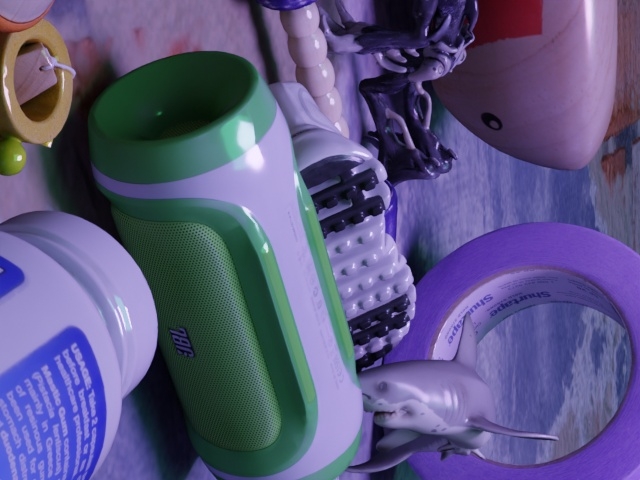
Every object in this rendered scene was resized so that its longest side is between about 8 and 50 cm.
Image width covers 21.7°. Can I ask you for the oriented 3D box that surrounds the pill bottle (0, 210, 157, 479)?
[{"bbox_3d":[-0.185,0.082,0.761,0.272,0.152,0.152,-41,129,-60],"label":"pill bottle"}]

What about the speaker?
[{"bbox_3d":[-0.056,0.030,1.089,0.131,0.131,0.296,-62,145,-46],"label":"speaker"}]

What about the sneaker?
[{"bbox_3d":[0.000,0.000,1.255,0.292,0.110,0.118,83,-19,-50],"label":"sneaker"}]

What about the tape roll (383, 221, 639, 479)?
[{"bbox_3d":[0.197,0.125,1.499,0.090,0.275,0.274,47,49,-57],"label":"tape roll"}]

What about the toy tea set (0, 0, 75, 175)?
[{"bbox_3d":[-0.133,-0.210,0.894,0.200,0.124,0.336,51,46,-57],"label":"toy tea set"}]

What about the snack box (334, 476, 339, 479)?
[{"bbox_3d":[0.000,0.255,1.366,0.064,0.022,0.178,-36,124,-64],"label":"snack box"}]

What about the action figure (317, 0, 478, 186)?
[{"bbox_3d":[0.064,-0.179,1.348,0.164,0.141,0.275,-47,149,-54],"label":"action figure"}]

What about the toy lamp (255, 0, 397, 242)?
[{"bbox_3d":[0.008,-0.091,1.292,0.080,0.080,0.274,-60,145,-48],"label":"toy lamp"}]

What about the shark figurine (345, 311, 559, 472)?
[{"bbox_3d":[0.100,0.118,1.331,0.278,0.166,0.116,83,10,-75],"label":"shark figurine"}]

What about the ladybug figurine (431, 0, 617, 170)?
[{"bbox_3d":[0.172,-0.284,1.505,0.305,0.162,0.449,63,25,-81],"label":"ladybug figurine"}]
